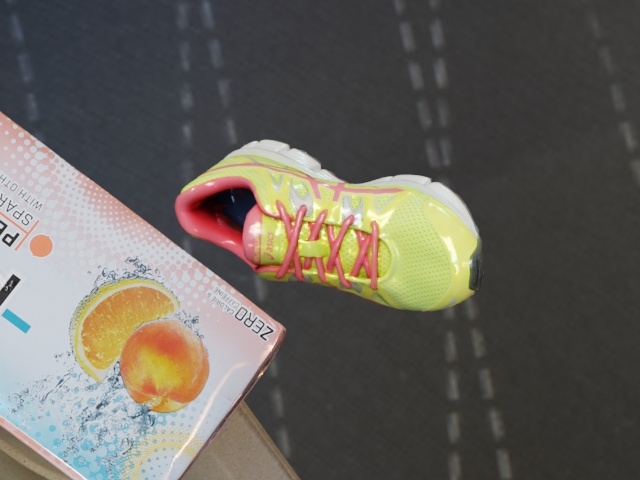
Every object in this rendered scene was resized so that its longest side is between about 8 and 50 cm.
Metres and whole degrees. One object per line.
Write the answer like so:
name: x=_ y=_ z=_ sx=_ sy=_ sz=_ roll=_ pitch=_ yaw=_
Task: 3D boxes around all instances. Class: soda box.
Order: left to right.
soda box: x=-0.099 y=-0.009 z=0.376 sx=0.183 sy=0.058 sz=0.063 roll=38 pitch=-9 yaw=-3

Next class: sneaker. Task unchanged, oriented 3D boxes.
sneaker: x=0.000 y=0.000 z=0.934 sx=0.094 sy=0.208 sz=0.081 roll=-20 pitch=118 yaw=-48

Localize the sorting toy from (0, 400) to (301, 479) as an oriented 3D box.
sorting toy: x=-0.086 y=0.110 z=0.621 sx=0.307 sy=0.229 sz=0.041 roll=60 pitch=44 yaw=-46
